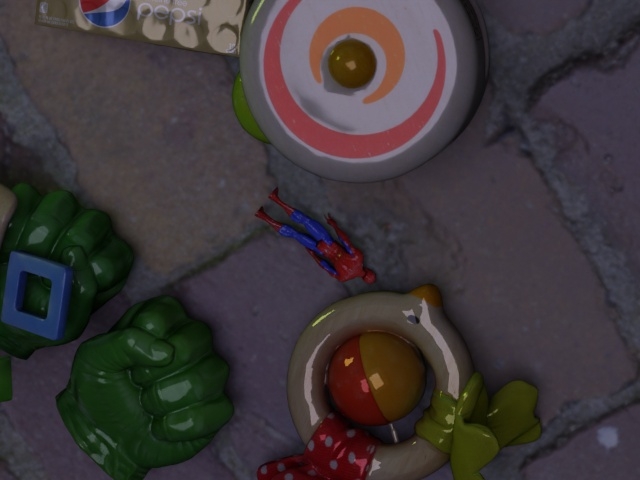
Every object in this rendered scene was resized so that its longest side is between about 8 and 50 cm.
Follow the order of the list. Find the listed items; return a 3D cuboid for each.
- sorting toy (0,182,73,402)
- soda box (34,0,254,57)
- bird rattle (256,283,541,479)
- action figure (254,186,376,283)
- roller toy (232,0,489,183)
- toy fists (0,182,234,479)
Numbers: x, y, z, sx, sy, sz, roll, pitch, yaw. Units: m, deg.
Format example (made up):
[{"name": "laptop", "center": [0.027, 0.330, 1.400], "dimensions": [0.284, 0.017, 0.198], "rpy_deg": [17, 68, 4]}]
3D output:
[{"name": "sorting toy", "center": [-0.360, 0.009, 1.566], "dimensions": [0.348, 0.047, 0.196], "rpy_deg": [32, 110, 26]}, {"name": "soda box", "center": [-0.142, -0.197, 1.541], "dimensions": [0.181, 0.058, 0.061], "rpy_deg": [11, 101, 10]}, {"name": "bird rattle", "center": [0.053, 0.147, 1.550], "dimensions": [0.253, 0.143, 0.207], "rpy_deg": [-20, 83, 27]}, {"name": "action figure", "center": [0.000, 0.000, 1.560], "dimensions": [0.115, 0.030, 0.038], "rpy_deg": [38, 110, -2]}, {"name": "roller toy", "center": [0.037, -0.147, 1.467], "dimensions": [0.191, 0.146, 0.209], "rpy_deg": [26, 103, 6]}, {"name": "toy fists", "center": [-0.195, 0.075, 1.578], "dimensions": [0.142, 0.096, 0.279], "rpy_deg": [-43, 88, 14]}]
